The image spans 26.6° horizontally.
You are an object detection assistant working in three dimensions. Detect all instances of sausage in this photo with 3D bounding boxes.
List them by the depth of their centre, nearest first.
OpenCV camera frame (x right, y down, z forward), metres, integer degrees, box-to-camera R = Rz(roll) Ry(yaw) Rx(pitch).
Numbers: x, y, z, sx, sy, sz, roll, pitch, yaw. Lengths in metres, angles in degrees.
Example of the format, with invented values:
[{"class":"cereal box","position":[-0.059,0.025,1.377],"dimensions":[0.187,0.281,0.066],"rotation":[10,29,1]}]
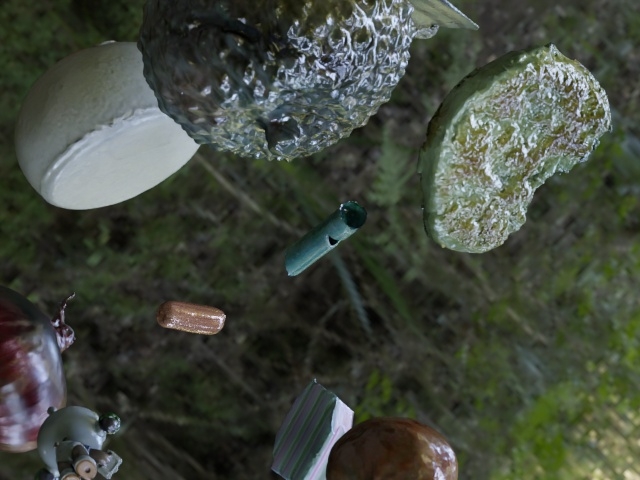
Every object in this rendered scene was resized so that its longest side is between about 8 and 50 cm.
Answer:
[{"class":"sausage","position":[-0.146,0.086,1.522],"dimensions":[0.034,0.083,0.034],"rotation":[-17,-113,46]}]

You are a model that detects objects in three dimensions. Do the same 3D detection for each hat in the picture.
[{"class":"hat","position":[0.053,-0.264,1.585],"dimensions":[0.110,0.252,0.252],"rotation":[-61,-172,7]}]

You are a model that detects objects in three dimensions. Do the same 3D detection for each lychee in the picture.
[{"class":"lychee","position":[-0.040,-0.198,1.219],"dimensions":[0.255,0.255,0.274],"rotation":[-32,-124,54]}]

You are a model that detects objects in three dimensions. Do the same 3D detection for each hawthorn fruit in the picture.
[{"class":"hawthorn fruit","position":[0.084,0.250,1.522],"dimensions":[0.149,0.149,0.189],"rotation":[-38,-161,38]}]

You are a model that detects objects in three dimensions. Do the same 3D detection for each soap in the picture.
[{"class":"soap","position":[-0.011,0.288,1.994],"dimensions":[0.100,0.056,0.149],"rotation":[25,-95,46]}]

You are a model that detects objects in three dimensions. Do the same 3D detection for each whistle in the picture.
[{"class":"whistle","position":[0.000,0.000,1.694],"dimensions":[0.039,0.039,0.186],"rotation":[-52,-172,-32]}]

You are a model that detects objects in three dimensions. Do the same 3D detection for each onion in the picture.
[{"class":"onion","position":[-0.462,0.177,2.054],"dimensions":[0.285,0.273,0.273],"rotation":[-28,-179,-27]}]

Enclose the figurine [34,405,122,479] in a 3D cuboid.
[{"class":"figurine","position":[-0.336,0.293,1.864],"dimensions":[0.147,0.093,0.197],"rotation":[-41,-150,-2]}]

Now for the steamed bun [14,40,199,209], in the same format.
[{"class":"steamed bun","position":[-0.309,-0.181,1.947],"dimensions":[0.283,0.177,0.283],"rotation":[-25,163,-8]}]

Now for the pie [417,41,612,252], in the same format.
[{"class":"pie","position":[0.293,-0.147,2.120],"dimensions":[0.371,0.296,0.078],"rotation":[-41,-140,-5]}]
